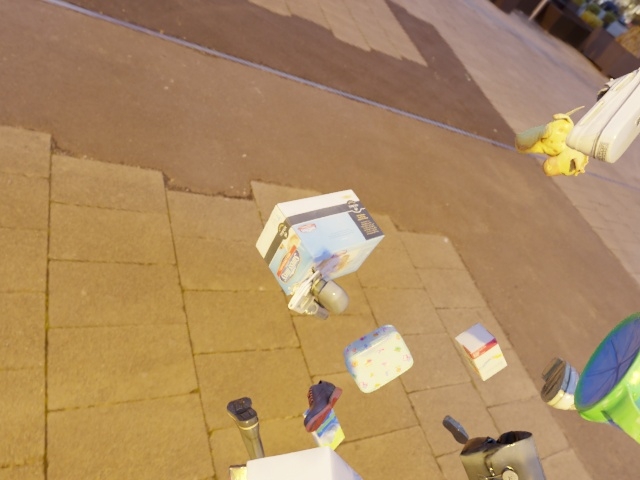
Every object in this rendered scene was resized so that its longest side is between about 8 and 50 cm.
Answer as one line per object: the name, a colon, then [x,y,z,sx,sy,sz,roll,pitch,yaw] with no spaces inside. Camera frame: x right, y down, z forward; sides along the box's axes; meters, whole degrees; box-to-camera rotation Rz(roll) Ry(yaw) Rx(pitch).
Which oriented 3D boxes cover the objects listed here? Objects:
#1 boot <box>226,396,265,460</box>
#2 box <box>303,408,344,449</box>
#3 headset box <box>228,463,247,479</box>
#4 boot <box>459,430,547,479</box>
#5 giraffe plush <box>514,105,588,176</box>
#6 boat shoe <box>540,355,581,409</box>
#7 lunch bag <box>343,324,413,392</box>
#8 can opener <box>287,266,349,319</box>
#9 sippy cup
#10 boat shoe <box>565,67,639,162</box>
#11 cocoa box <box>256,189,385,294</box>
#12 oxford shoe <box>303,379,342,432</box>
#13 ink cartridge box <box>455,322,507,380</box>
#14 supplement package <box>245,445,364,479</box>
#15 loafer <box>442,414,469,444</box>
boot: [-0.213,0.543,1.350,0.076,0.198,0.137,-15,96,-15]
box: [0.015,0.674,1.703,0.109,0.042,0.179,-33,108,-40]
headset box: [-0.238,0.712,1.393,0.062,0.032,0.084,-3,76,-1]
boot: [0.631,0.737,1.269,0.146,0.366,0.446,23,46,-69]
giraffe plush: [0.693,-0.261,1.363,0.181,0.210,0.171,-13,80,-35]
boat shoe: [0.651,0.382,1.229,0.103,0.113,0.302,38,16,20]
lunch bag: [0.246,0.517,2.037,0.224,0.279,0.108,59,1,-18]
can opener: [0.000,0.109,0.827,0.093,0.074,0.280,38,-6,11]
sippy cup: [0.646,0.290,0.876,0.224,0.240,0.305,33,67,18]
boat shoe: [0.516,-0.237,0.796,0.088,0.267,0.096,32,-15,41]
cocoa box: [0.000,0.000,1.629,0.346,0.231,0.228,-16,62,-40]
oxford shoe: [-0.014,0.542,1.550,0.098,0.097,0.271,33,12,13]
ink cartridge box: [0.682,0.474,1.995,0.176,0.127,0.128,59,-4,-25]
supplement package: [-0.007,0.548,0.911,0.293,0.175,0.178,60,18,-44]
loafer: [0.543,0.749,1.866,0.148,0.056,0.050,50,34,-11]
